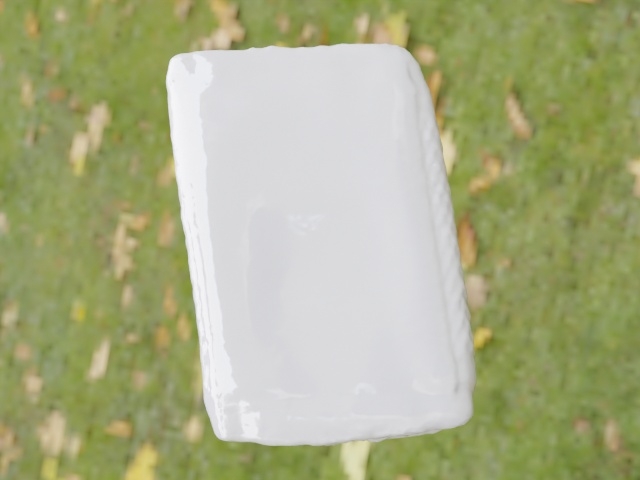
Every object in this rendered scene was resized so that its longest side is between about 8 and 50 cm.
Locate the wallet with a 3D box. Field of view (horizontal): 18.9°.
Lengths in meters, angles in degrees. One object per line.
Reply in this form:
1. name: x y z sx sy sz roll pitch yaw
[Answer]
1. wallet: 0.000 0.000 0.830 0.032 0.124 0.183 128 135 -66
